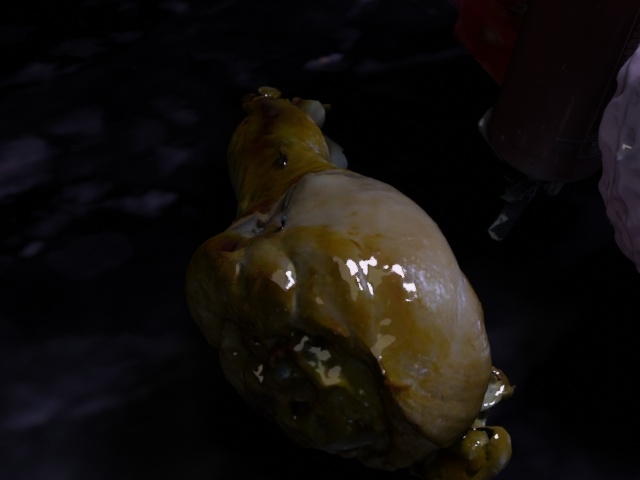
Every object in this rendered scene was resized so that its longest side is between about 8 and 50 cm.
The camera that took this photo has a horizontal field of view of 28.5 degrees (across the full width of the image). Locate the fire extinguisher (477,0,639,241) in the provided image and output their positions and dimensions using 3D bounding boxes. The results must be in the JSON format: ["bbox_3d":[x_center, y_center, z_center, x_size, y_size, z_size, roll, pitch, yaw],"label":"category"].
[{"bbox_3d":[0.177,-0.122,0.897,0.104,0.269,0.105,8,43,-8],"label":"fire extinguisher"}]

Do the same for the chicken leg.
[{"bbox_3d":[0.000,0.000,0.883,0.201,0.153,0.429,0,27,-11],"label":"chicken leg"}]

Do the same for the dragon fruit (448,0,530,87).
[{"bbox_3d":[0.237,-0.257,0.997,0.370,0.386,0.249,3,46,-14],"label":"dragon fruit"}]

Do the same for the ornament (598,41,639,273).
[{"bbox_3d":[0.298,-0.060,0.793,0.259,0.259,0.225,-28,64,-25],"label":"ornament"}]
